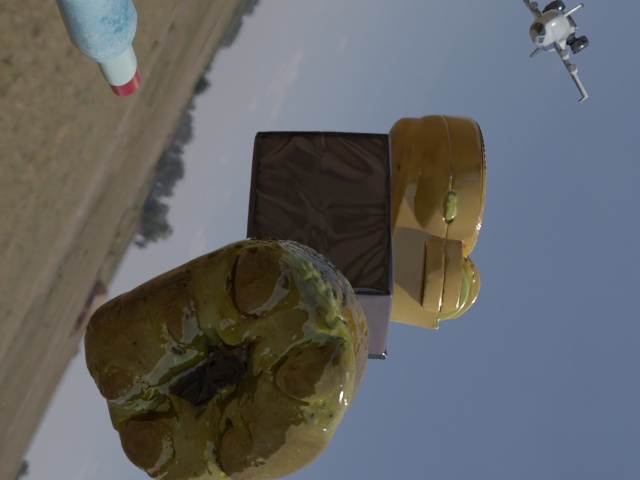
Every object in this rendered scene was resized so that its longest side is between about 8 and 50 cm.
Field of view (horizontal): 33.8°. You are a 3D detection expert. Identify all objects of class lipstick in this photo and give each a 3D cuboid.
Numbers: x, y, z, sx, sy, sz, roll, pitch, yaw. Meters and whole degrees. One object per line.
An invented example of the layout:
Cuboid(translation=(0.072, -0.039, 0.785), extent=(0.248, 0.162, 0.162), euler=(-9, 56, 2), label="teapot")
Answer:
Cuboid(translation=(-0.211, -0.204, 1.033), extent=(0.068, 0.061, 0.274), euler=(-56, 175, -11), label="lipstick")

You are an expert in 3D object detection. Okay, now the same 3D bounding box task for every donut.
Cuboid(translation=(-0.079, 0.112, 0.948), extent=(0.261, 0.208, 0.128), euler=(-19, -176, 25), label="donut")

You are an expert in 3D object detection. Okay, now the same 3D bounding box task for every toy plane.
Cuboid(translation=(0.261, -0.234, 1.185), extent=(0.065, 0.162, 0.171), euler=(-32, 175, 4), label="toy plane")

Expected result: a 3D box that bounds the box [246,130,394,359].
Cuboid(translation=(0.000, 0.000, 1.327), extent=(0.153, 0.188, 0.252), euler=(86, 7, -57), label="box")

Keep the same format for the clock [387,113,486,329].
Cuboid(translation=(0.163, -0.045, 1.670), extent=(0.244, 0.200, 0.317), euler=(-110, -154, -68), label="clock")
